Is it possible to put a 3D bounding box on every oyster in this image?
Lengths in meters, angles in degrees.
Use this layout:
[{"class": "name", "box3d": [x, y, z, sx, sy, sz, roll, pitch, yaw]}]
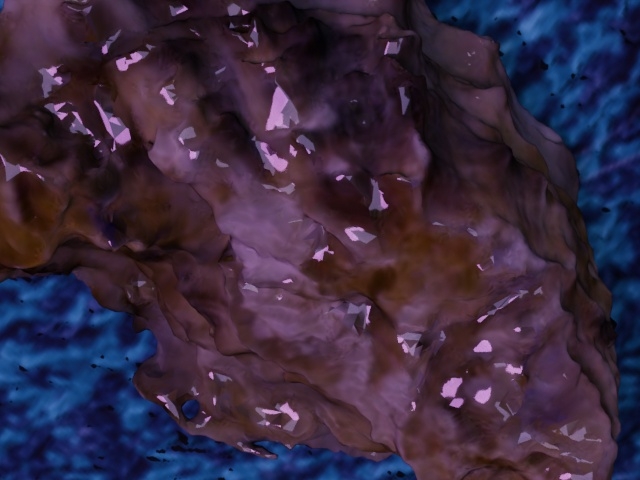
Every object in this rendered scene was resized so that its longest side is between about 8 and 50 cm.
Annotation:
[{"class": "oyster", "box3d": [0.000, 0.000, 0.564, 0.238, 0.115, 0.351, -44, 99, 5]}]
